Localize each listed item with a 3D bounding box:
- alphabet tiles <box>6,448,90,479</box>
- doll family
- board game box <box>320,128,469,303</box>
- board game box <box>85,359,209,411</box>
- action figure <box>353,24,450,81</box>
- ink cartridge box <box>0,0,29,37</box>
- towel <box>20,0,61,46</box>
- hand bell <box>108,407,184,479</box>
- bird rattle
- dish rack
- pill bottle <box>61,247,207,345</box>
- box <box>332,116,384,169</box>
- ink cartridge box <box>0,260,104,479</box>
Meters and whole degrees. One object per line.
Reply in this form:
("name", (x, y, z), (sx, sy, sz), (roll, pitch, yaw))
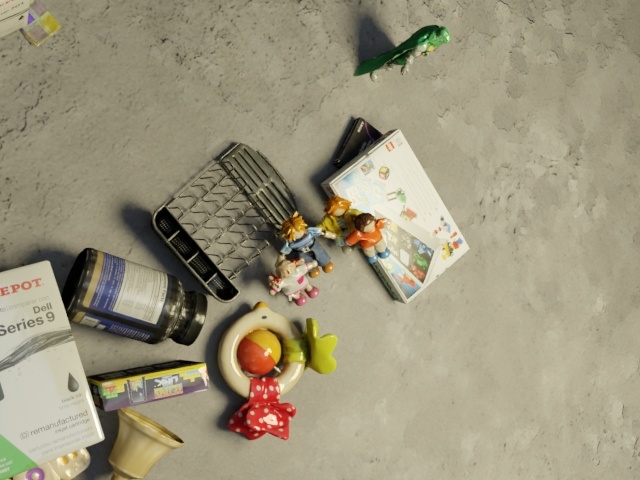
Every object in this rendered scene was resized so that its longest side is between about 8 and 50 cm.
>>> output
("alphabet tiles", (-0.511, 0.379, 1.111), (0.284, 0.021, 0.278), (-35, 103, -27))
("doll family", (0.000, 0.000, 1.343), (0.263, 0.118, 0.163), (-31, 145, -2))
("board game box", (0.159, -0.048, 1.474), (0.193, 0.053, 0.305), (-38, 108, -16))
("board game box", (-0.287, 0.235, 1.179), (0.170, 0.141, 0.048), (-6, 88, -28))
("action figure", (0.180, -0.379, 1.438), (0.137, 0.232, 0.063), (-42, 106, -24))
("ink cartridge box", (-0.517, -0.355, 1.070), (0.139, 0.190, 0.082), (-35, 104, -21))
("towel", (-0.481, -0.373, 1.200), (0.060, 0.009, 0.083), (-43, 106, -24))
("hand bell", (-0.338, 0.405, 1.159), (0.126, 0.126, 0.242), (36, 76, -22))
("bird rattle", (-0.098, 0.232, 1.322), (0.207, 0.143, 0.253), (43, 80, -6))
("dish rack", (-0.160, -0.044, 1.312), (0.271, 0.074, 0.208), (-46, 108, -24))
("pill bottle", (-0.306, 0.102, 1.191), (0.219, 0.122, 0.123), (22, 75, -26))
("box", (0.114, -0.165, 1.499), (0.162, 0.029, 0.116), (33, 71, -22))
("ink cartridge box", (-0.476, 0.197, 1.068), (0.211, 0.121, 0.289), (-17, 87, -32))
